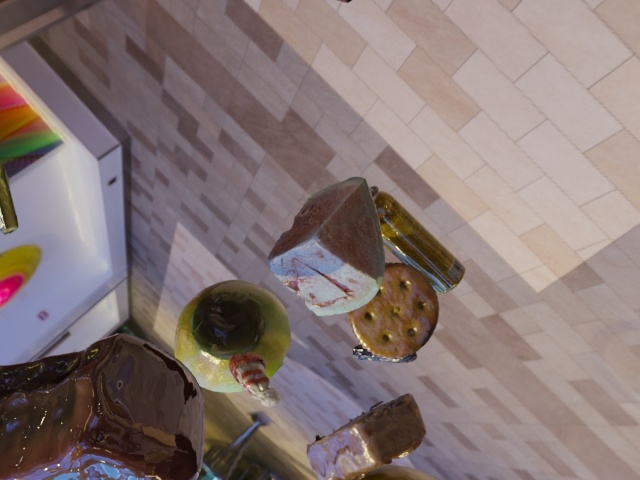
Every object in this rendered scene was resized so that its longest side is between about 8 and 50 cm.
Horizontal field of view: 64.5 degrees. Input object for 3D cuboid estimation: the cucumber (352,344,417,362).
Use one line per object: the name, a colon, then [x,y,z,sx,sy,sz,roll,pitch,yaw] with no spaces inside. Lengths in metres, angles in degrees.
cucumber: [0.169,0.294,1.317,0.181,0.053,0.053,-2,130,36]

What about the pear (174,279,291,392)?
pear: [-0.295,0.281,1.617,0.399,0.399,0.165,33,158,20]

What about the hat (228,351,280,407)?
hat: [-0.166,0.374,1.328,0.162,0.093,0.112,50,168,42]

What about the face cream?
face cream: [0.201,-0.012,1.231,0.348,0.105,0.105,41,154,-17]

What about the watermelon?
watermelon: [0.000,0.000,0.962,0.213,0.201,0.262,-23,66,49]

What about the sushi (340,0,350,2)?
sushi: [0.009,-0.542,0.928,0.273,0.109,0.134,49,168,47]

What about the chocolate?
chocolate: [0.082,0.349,0.883,0.214,0.148,0.093,-45,69,48]

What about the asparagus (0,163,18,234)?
asparagus: [-0.442,-0.058,0.703,0.021,0.025,0.108,15,115,35]

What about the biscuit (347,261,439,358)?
biscuit: [0.167,0.156,1.151,0.220,0.220,0.066,45,173,-3]

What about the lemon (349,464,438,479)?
lemon: [0.131,0.577,0.903,0.348,0.348,0.348,32,151,21]

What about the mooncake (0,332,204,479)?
mooncake: [-0.309,0.249,0.636,0.326,0.174,0.334,11,140,-19]
